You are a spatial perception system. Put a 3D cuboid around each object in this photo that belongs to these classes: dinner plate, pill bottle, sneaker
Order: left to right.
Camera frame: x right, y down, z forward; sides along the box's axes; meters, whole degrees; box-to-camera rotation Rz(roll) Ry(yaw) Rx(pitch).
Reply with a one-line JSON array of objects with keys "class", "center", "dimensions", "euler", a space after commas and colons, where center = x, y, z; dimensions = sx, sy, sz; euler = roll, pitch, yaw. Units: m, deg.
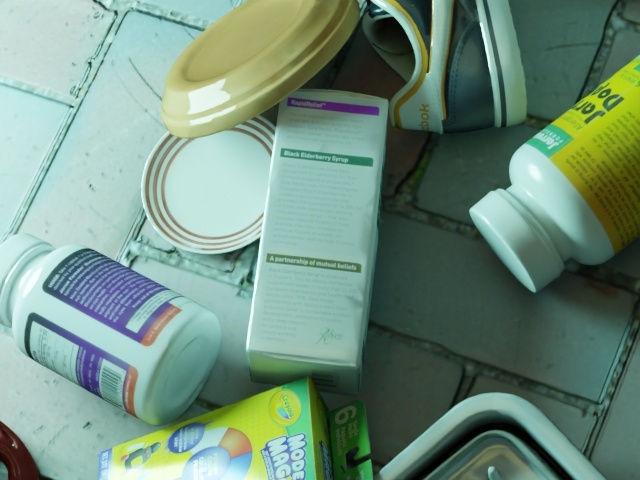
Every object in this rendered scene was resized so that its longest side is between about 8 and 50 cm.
[{"class": "pill bottle", "center": [-0.190, 0.068, 1.380], "dimensions": [0.193, 0.108, 0.108], "euler": [26, 77, 21]}, {"class": "dinner plate", "center": [-0.090, -0.052, 1.454], "dimensions": [0.141, 0.017, 0.141], "euler": [-5, 67, 12]}, {"class": "sneaker", "center": [0.092, -0.244, 1.428], "dimensions": [0.127, 0.126, 0.321], "euler": [-9, 68, 3]}, {"class": "pill bottle", "center": [0.228, -0.054, 1.325], "dimensions": [0.208, 0.117, 0.117], "euler": [-38, 65, -3]}]

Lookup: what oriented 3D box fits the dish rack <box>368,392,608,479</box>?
[{"class": "dish rack", "center": [0.108, 0.310, 1.233], "dimensions": [0.333, 0.072, 0.285], "euler": [-41, 65, -5]}]

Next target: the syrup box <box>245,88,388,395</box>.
[{"class": "syrup box", "center": [0.000, 0.000, 1.361], "dimensions": [0.096, 0.093, 0.237], "euler": [7, 70, 3]}]

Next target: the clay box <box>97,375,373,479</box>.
[{"class": "clay box", "center": [-0.069, 0.190, 1.293], "dimensions": [0.222, 0.053, 0.127], "euler": [-22, 38, 12]}]

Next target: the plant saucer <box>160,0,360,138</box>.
[{"class": "plant saucer", "center": [-0.059, -0.164, 1.416], "dimensions": [0.200, 0.037, 0.200], "euler": [-28, 25, 14]}]

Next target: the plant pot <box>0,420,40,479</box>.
[{"class": "plant pot", "center": [-0.346, 0.206, 1.328], "dimensions": [0.191, 0.174, 0.191], "euler": [-6, 67, 14]}]
